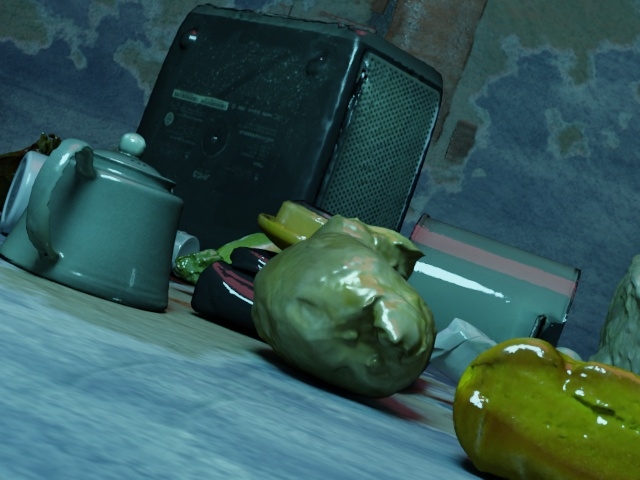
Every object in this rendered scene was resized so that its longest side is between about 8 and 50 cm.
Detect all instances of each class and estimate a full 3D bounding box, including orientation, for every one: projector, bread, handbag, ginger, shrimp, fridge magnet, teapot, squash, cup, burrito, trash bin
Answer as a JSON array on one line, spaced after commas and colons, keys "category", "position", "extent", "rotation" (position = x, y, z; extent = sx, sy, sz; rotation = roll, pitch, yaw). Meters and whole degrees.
[{"category": "projector", "position": [-0.074, -0.116, 1.649], "extent": [0.395, 0.405, 0.242], "rotation": [19, -1, 44]}, {"category": "bread", "position": [0.207, 0.139, 0.753], "extent": [0.246, 0.102, 0.094], "rotation": [21, -2, 11]}, {"category": "handbag", "position": [0.005, 0.083, 1.232], "extent": [0.244, 0.088, 0.275], "rotation": [24, -1, 12]}, {"category": "ginger", "position": [0.017, 0.054, 0.975], "extent": [0.138, 0.152, 0.267], "rotation": [47, 10, -17]}, {"category": "shrimp", "position": [-0.356, -0.075, 1.418], "extent": [0.154, 0.062, 0.294], "rotation": [24, -28, -14]}, {"category": "fridge magnet", "position": [0.000, 0.000, 1.219], "extent": [0.143, 0.063, 0.143], "rotation": [27, 4, -2]}, {"category": "teapot", "position": [-0.197, -0.030, 1.047], "extent": [0.162, 0.149, 0.239], "rotation": [21, -1, 18]}, {"category": "squash", "position": [-0.114, 0.044, 1.389], "extent": [0.105, 0.105, 0.132], "rotation": [20, 15, 37]}, {"category": "cup", "position": [-0.293, -0.022, 1.302], "extent": [0.133, 0.136, 0.099], "rotation": [19, 34, -23]}, {"category": "burrito", "position": [0.196, 0.148, 1.131], "extent": [0.203, 0.064, 0.064], "rotation": [33, 3, 17]}, {"category": "trash bin", "position": [0.246, 0.101, 1.778], "extent": [0.263, 0.217, 0.277], "rotation": [20, 5, 10]}]

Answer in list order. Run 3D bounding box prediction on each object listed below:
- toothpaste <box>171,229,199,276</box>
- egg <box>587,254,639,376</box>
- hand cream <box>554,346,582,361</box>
[{"category": "toothpaste", "position": [-0.288, -0.021, 1.531], "extent": [0.266, 0.096, 0.061], "rotation": [20, 40, 21]}, {"category": "egg", "position": [0.382, 0.118, 1.026], "extent": [0.279, 0.279, 0.310], "rotation": [20, 18, -18]}, {"category": "hand cream", "position": [0.200, 0.143, 1.052], "extent": [0.057, 0.037, 0.165], "rotation": [19, 31, 29]}]
